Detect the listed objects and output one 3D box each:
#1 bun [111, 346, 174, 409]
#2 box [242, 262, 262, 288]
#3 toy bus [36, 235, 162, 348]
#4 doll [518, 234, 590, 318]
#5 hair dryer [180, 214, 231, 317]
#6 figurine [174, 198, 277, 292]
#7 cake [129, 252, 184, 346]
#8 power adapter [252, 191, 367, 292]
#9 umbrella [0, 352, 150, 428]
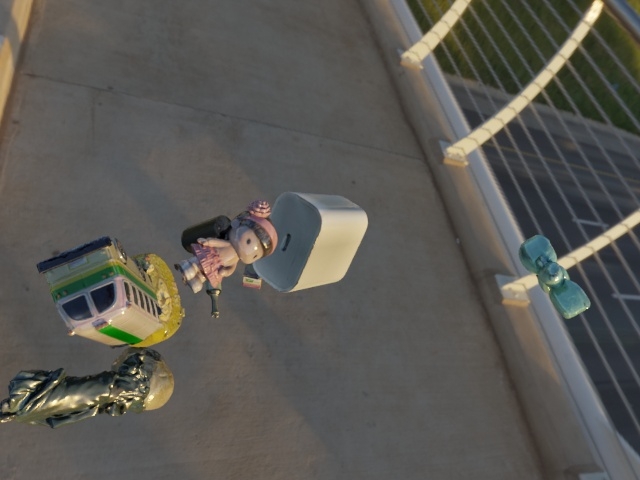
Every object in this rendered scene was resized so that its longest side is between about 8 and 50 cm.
[{"bbox_3d":[-0.444,0.333,1.218,0.173,0.113,0.166,35,5,16],"label":"bun"},{"bbox_3d":[-0.174,0.048,1.338,0.049,0.041,0.207,10,36,-4],"label":"box"},{"bbox_3d":[-0.442,0.127,1.031,0.143,0.305,0.179,-25,75,-12],"label":"toy bus"},{"bbox_3d":[0.409,0.058,0.863,0.159,0.059,0.159,52,19,-10],"label":"doll"},{"bbox_3d":[-0.214,0.054,0.930,0.057,0.100,0.198,26,51,-56],"label":"hair dryer"},{"bbox_3d":[-0.110,0.005,0.569,0.129,0.054,0.072,-31,119,-18],"label":"figurine"},{"bbox_3d":[-0.512,0.173,1.417,0.179,0.156,0.261,-18,89,-64],"label":"cake"},{"bbox_3d":[0.000,0.000,1.021,0.124,0.187,0.255,34,19,28],"label":"power adapter"},{"bbox_3d":[-0.510,0.308,0.966,0.348,0.094,0.143,3,96,-46],"label":"umbrella"}]
